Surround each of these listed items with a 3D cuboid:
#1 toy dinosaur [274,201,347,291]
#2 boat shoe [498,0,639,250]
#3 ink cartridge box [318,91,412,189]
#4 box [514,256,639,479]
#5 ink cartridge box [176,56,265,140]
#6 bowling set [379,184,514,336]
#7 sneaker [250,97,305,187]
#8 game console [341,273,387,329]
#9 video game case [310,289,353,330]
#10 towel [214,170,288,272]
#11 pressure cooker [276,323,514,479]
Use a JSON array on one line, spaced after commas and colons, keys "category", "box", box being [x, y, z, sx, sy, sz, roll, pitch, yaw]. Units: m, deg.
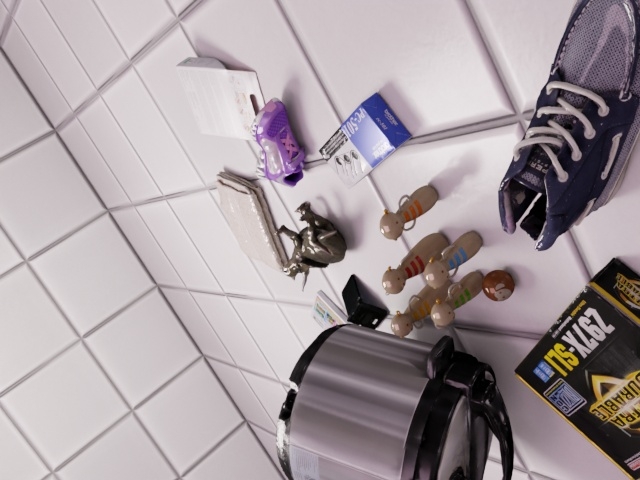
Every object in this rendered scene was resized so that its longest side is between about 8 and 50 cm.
[{"category": "toy dinosaur", "box": [0.000, 0.000, 1.531, 0.160, 0.121, 0.313, 45, 152, -13]}, {"category": "boat shoe", "box": [0.292, -0.133, 0.782, 0.127, 0.158, 0.341, 33, 148, 35]}, {"category": "ink cartridge box", "box": [0.074, -0.172, 1.229, 0.097, 0.046, 0.207, 52, 154, -1]}, {"category": "box", "box": [0.458, 0.206, 1.031, 0.257, 0.079, 0.322, 45, 154, 20]}, {"category": "ink cartridge box", "box": [-0.199, -0.313, 1.529, 0.224, 0.056, 0.181, 11, 135, 29]}, {"category": "bowling set", "box": [0.210, 0.064, 1.174, 0.200, 0.154, 0.287, 24, 143, 46]}, {"category": "sneaker", "box": [-0.077, -0.192, 1.418, 0.104, 0.095, 0.236, 35, 155, 20]}, {"category": "game console", "box": [0.102, 0.148, 1.629, 0.107, 0.071, 0.122, 20, 152, -1]}, {"category": "video game case", "box": [0.038, 0.220, 1.820, 0.157, 0.019, 0.143, 45, 153, 18]}, {"category": "towel", "box": [-0.185, -0.045, 1.822, 0.187, 0.049, 0.282, 24, 143, 46]}, {"category": "pressure cooker", "box": [0.171, 0.382, 1.356, 0.420, 0.376, 0.370, 10, 159, 31]}]
